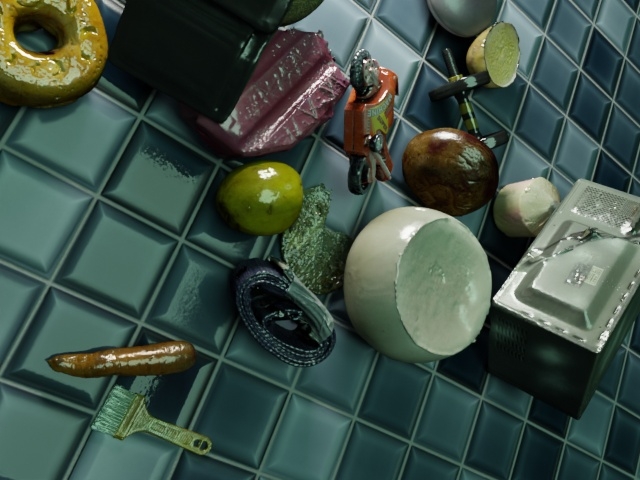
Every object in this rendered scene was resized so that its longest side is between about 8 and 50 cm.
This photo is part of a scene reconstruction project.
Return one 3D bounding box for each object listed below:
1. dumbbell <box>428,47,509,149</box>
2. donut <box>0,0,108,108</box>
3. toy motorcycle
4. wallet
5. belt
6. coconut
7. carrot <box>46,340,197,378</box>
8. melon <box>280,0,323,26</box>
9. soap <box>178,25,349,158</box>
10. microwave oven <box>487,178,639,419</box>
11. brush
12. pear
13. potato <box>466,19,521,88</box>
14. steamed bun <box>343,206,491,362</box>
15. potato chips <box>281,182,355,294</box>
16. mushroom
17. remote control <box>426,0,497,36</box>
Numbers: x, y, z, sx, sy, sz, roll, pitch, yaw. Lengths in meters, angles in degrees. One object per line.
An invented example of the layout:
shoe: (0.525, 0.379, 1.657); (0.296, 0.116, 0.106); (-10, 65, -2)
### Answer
dumbbell: (0.347, -0.291, 1.427); (0.143, 0.143, 0.325); (-24, 98, -30)
donut: (-0.453, -0.319, 0.971); (0.227, 0.114, 0.226); (2, 86, -32)
toy motorcycle: (0.103, -0.242, 1.246); (0.171, 0.089, 0.297); (-44, 139, -56)
wallet: (-0.185, -0.379, 0.990); (0.247, 0.041, 0.322); (29, 109, -2)
belt: (-0.073, 0.130, 1.155); (0.140, 0.126, 0.230); (-44, 110, -1)
coconut: (0.520, -0.078, 1.506); (0.147, 0.153, 0.147); (3, 83, -28)
carrot: (-0.330, 0.206, 1.035); (0.248, 0.059, 0.059); (0, 86, -28)
melon: (-0.132, -0.507, 1.096); (0.330, 0.248, 0.248); (-8, 90, -14)
soap: (-0.105, -0.274, 1.158); (0.325, 0.127, 0.220); (-49, 113, -29)
microwave oven: (0.598, 0.123, 1.405); (0.432, 0.236, 0.374); (-47, 146, -26)
brush: (-0.286, 0.331, 1.072); (0.218, 0.010, 0.082); (33, 70, -24)
pear: (-0.112, -0.076, 1.133); (0.162, 0.149, 0.148); (-18, 95, -24)
potato: (0.420, -0.460, 1.509); (0.200, 0.081, 0.164); (-38, 120, -42)
steamed bun: (0.188, 0.091, 1.261); (0.325, 0.206, 0.323); (1, 88, -34)
potato chips: (0.002, 0.000, 1.264); (0.202, 0.029, 0.219); (-30, 103, -26)
mushroom: (0.287, -0.142, 1.352); (0.231, 0.194, 0.138); (33, 69, -13)
remote control: (0.327, -0.657, 1.470); (0.221, 0.103, 0.331); (-17, 96, -29)
